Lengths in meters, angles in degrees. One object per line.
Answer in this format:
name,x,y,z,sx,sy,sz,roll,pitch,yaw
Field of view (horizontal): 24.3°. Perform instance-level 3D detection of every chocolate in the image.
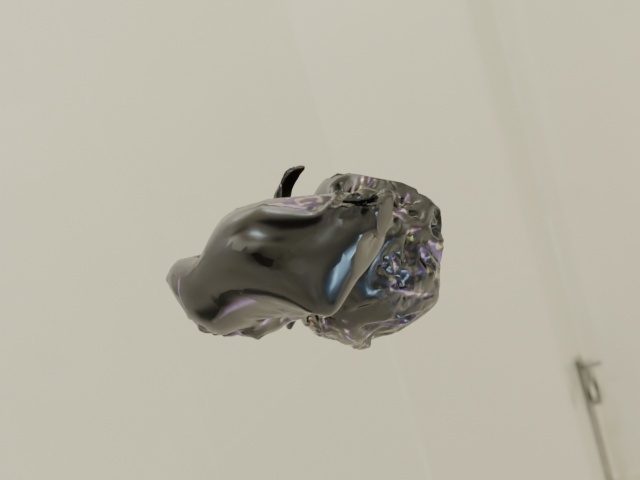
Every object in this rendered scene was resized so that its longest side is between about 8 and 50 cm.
chocolate,-0.003,0.002,0.465,0.072,0.070,0.147,-37,-15,8
